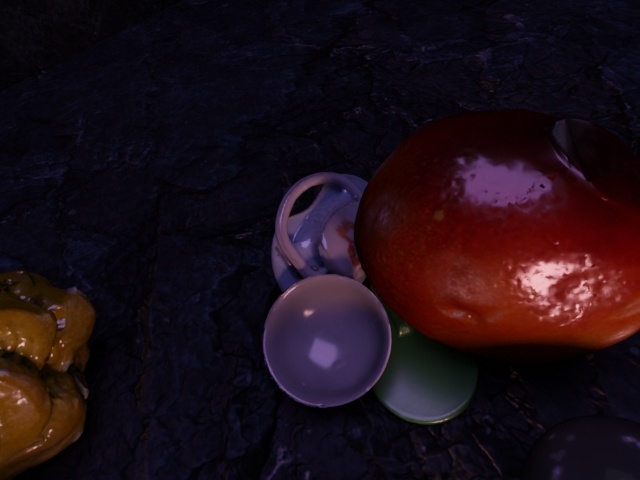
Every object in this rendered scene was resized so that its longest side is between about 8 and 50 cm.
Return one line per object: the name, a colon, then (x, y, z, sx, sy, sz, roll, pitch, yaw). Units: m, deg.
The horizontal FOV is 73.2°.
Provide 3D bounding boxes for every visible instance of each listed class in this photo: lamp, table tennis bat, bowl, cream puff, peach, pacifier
lamp: (0.359, 0.298, 0.424, 0.314, 0.181, 0.181, 23, 52, 5)
table tennis bat: (0.139, 0.157, 0.675, 0.161, 0.039, 0.256, -17, 51, -5)
bowl: (0.014, 0.152, 0.650, 0.189, 0.086, 0.188, -5, 69, 13)
cream puff: (-0.514, 0.182, 0.610, 0.379, 0.275, 0.377, -7, 46, 8)
peach: (0.261, -0.017, 0.588, 0.406, 0.310, 0.334, 27, 58, 6)
pacifier: (0.000, 0.000, 0.782, 0.279, 0.227, 0.207, -47, 15, -30)
